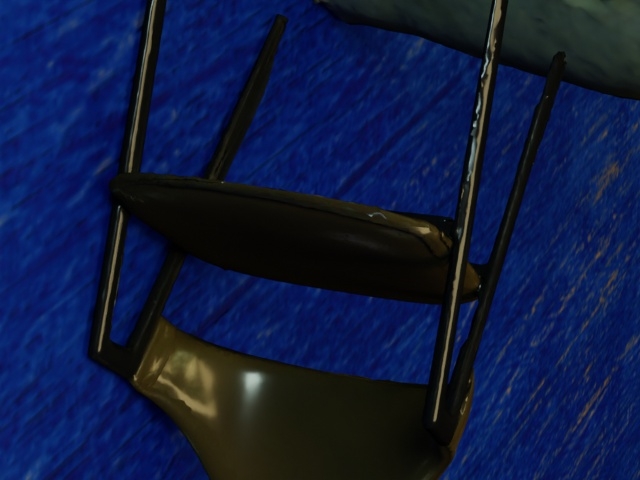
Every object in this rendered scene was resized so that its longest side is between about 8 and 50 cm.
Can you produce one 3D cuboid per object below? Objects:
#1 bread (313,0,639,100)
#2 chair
[{"bbox_3d":[0.154,-0.215,0.878,0.210,0.341,0.300,-53,144,-29],"label":"bread"},{"bbox_3d":[0.000,0.000,0.838,0.172,0.158,0.247,48,54,-63],"label":"chair"}]
